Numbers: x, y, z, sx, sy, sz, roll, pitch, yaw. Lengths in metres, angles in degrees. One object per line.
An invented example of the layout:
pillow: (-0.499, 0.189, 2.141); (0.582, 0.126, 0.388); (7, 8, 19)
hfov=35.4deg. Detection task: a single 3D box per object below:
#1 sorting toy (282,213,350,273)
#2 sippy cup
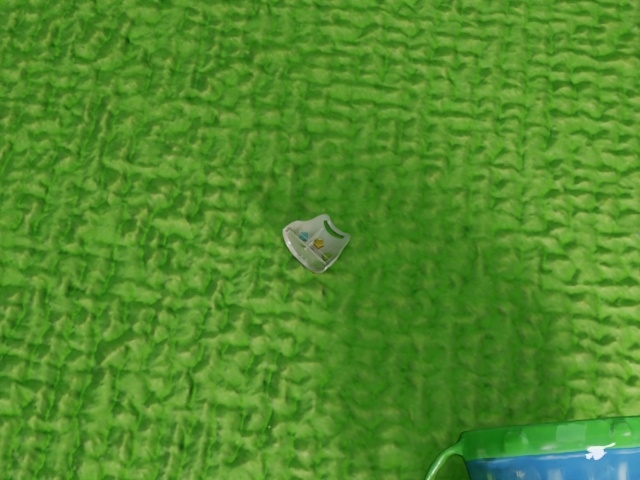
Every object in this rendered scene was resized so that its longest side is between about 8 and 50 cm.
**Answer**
sorting toy: (0.000, 0.000, 1.387); (0.083, 0.045, 0.075); (43, 64, 15)
sippy cup: (0.290, 0.326, 1.173); (0.240, 0.305, 0.224); (10, 71, -47)
